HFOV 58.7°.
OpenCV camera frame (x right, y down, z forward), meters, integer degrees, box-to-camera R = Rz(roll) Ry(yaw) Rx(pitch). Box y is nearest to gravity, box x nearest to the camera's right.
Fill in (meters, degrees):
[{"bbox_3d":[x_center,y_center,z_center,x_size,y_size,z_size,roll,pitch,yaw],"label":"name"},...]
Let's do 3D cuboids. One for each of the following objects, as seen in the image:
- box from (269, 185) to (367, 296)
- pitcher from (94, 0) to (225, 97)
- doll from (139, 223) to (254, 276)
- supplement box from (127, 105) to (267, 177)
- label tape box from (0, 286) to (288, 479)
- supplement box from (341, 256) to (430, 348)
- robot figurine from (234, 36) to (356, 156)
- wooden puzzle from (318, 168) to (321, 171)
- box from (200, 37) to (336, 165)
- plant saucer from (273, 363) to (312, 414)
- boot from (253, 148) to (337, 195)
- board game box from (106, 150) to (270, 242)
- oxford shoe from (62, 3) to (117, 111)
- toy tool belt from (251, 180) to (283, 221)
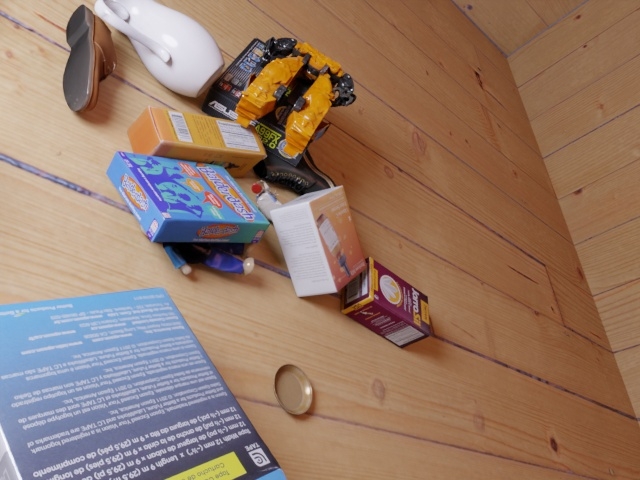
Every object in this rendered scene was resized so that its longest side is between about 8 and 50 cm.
[{"bbox_3d":[0.000,0.000,1.059,0.130,0.091,0.170,-33,109,-54],"label":"box"},{"bbox_3d":[-0.279,-0.344,0.989,0.207,0.125,0.177,41,24,-12],"label":"pitcher"},{"bbox_3d":[-0.197,-0.001,0.904,0.189,0.046,0.129,20,50,-34],"label":"doll"},{"bbox_3d":[-0.207,-0.166,0.989,0.234,0.078,0.080,1,60,-50],"label":"supplement box"},{"bbox_3d":[-0.204,0.214,0.584,0.249,0.115,0.347,-2,46,-51],"label":"label tape box"},{"bbox_3d":[0.135,0.130,1.169,0.188,0.081,0.104,33,42,-30],"label":"supplement box"},{"bbox_3d":[-0.045,-0.290,1.102,0.211,0.085,0.291,33,41,-6],"label":"robot figurine"},{"bbox_3d":[-0.021,-0.146,1.254,0.049,0.006,0.083,54,36,-5],"label":"wooden puzzle"},{"bbox_3d":[-0.096,-0.296,1.184,0.216,0.060,0.270,30,41,-7],"label":"box"},{"bbox_3d":[-0.048,0.242,0.924,0.083,0.015,0.083,30,44,-34],"label":"plant saucer"},{"bbox_3d":[-0.055,-0.113,1.145,0.137,0.077,0.197,-21,68,-49],"label":"boot"},{"bbox_3d":[-0.202,-0.064,0.893,0.210,0.047,0.160,1,41,-53],"label":"board game box"},{"bbox_3d":[-0.358,-0.282,0.905,0.076,0.076,0.212,29,44,-47],"label":"oxford shoe"},{"bbox_3d":[-0.102,-0.075,1.079,0.083,0.052,0.051,53,4,-12],"label":"toy tool belt"}]
